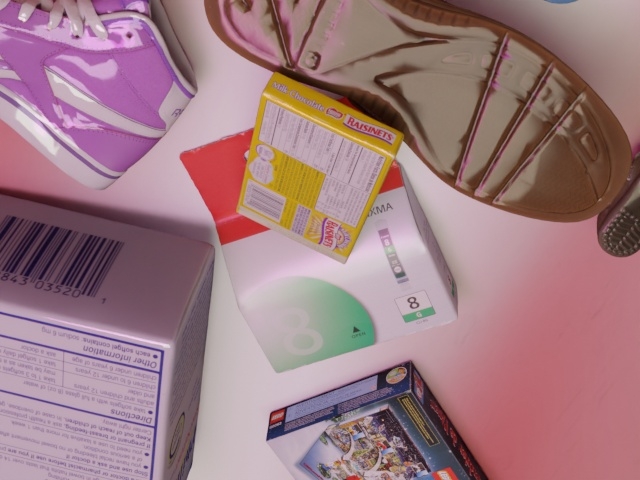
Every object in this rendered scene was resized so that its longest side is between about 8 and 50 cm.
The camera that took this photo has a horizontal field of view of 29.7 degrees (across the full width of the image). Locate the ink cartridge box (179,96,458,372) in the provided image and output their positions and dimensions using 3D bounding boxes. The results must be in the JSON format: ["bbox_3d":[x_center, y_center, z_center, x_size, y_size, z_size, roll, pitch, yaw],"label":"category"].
[{"bbox_3d":[0.000,0.000,1.052,0.181,0.056,0.224,-18,123,15],"label":"ink cartridge box"}]

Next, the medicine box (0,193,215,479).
[{"bbox_3d":[-0.248,0.127,1.083,0.264,0.149,0.289,13,126,4],"label":"medicine box"}]

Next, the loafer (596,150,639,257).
[{"bbox_3d":[0.278,-0.054,0.997,0.056,0.050,0.148,37,104,-23],"label":"loafer"}]

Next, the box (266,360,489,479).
[{"bbox_3d":[0.072,0.240,1.215,0.159,0.044,0.233,-23,120,19],"label":"box"}]

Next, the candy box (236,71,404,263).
[{"bbox_3d":[-0.006,-0.049,0.935,0.105,0.027,0.206,24,155,1],"label":"candy box"}]

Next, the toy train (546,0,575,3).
[{"bbox_3d":[0.073,-0.216,0.840,0.248,0.143,0.105,0,124,4],"label":"toy train"}]

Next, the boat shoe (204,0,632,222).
[{"bbox_3d":[0.078,-0.132,0.913,0.342,0.123,0.123,25,111,-5],"label":"boat shoe"}]

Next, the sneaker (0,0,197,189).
[{"bbox_3d":[-0.218,-0.176,0.926,0.161,0.102,0.282,-39,124,23],"label":"sneaker"}]
